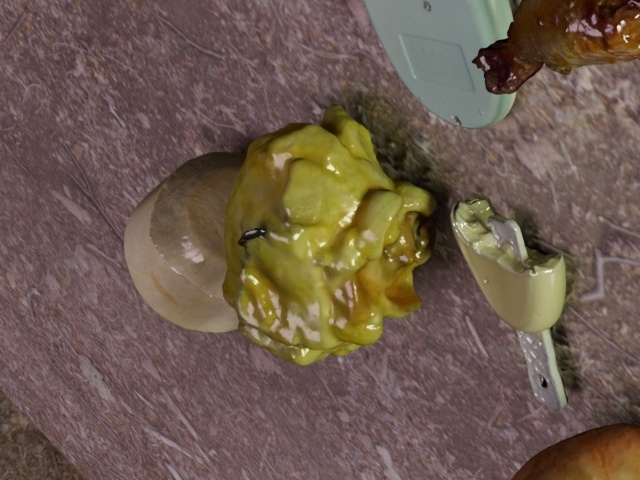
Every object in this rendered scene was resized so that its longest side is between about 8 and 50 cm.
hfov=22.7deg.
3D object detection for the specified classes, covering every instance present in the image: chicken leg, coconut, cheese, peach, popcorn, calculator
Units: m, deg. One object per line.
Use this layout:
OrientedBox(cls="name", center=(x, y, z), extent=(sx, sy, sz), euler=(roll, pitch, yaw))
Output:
OrientedBox(cls="chicken leg", center=(0.240, -0.155, 1.137), extent=(0.323, 0.083, 0.177), euler=(-1, 167, 25))
OrientedBox(cls="coconut", center=(-0.131, 0.006, 1.909), extent=(0.202, 0.202, 0.222), euler=(54, 152, 3))
OrientedBox(cls="cheese", center=(0.203, 0.070, 1.584), extent=(0.127, 0.050, 0.235), euler=(21, 136, 48))
OrientedBox(cls="peach", center=(0.278, 0.282, 1.533), extent=(0.214, 0.214, 0.235), euler=(51, 176, 9))
OrientedBox(cls="popcorn", center=(0.000, 0.000, 1.670), extent=(0.252, 0.215, 0.286), euler=(42, 148, 37))
OrientedBox(cls="calculator", center=(0.095, -0.229, 1.428), extent=(0.184, 0.042, 0.295), euler=(20, 138, 49))
